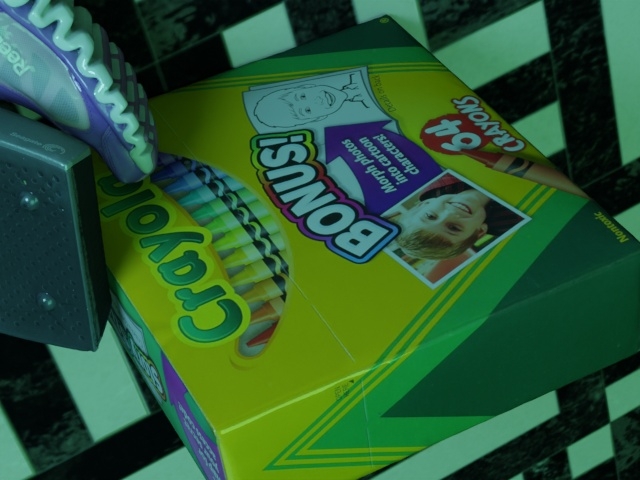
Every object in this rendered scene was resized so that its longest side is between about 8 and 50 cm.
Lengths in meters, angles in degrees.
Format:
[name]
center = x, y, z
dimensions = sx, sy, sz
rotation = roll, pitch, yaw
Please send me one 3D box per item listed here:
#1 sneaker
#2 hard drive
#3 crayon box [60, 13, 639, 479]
[sneaker]
center = -0.206, -0.127, 1.146
dimensions = 0.104, 0.095, 0.236
rotation = -35, 113, 8
[hard drive]
center = -0.258, -0.026, 1.120
dimensions = 0.054, 0.255, 0.172
rotation = -52, 148, -45
[crayon box]
center = 0.000, 0.000, 1.191
dimensions = 0.313, 0.363, 0.106
rotation = -21, 130, -18
